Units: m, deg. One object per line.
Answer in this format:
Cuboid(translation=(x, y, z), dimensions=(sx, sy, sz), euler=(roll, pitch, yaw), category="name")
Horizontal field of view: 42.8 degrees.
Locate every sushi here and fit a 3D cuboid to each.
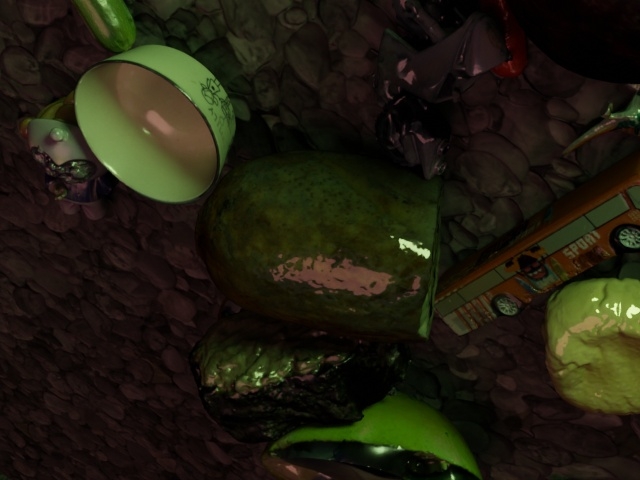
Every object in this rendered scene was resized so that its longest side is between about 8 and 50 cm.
Cuboid(translation=(-0.035, 0.186, 1.291), dimensions=(0.350, 0.211, 0.170), euler=(-17, 134, 10), category="sushi")

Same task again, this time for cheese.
Cuboid(translation=(0.408, 0.142, 1.095), dimensions=(0.214, 0.117, 0.226), euler=(-4, 137, 20), category="cheese")

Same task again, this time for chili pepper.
Cuboid(translation=(0.204, -0.251, 0.923), dimensions=(0.045, 0.027, 0.178), euler=(4, 130, 29), category="chili pepper")

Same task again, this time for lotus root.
Cuboid(translation=(0.000, 0.000, 1.126), dimensions=(0.346, 0.250, 0.250), euler=(9, 134, 18), category="lotus root")

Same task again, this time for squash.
Cuboid(translation=(-0.327, -0.357, 1.109), dimensions=(0.066, 0.066, 0.229), euler=(-11, 124, 38), category="squash")

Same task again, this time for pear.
Cuboid(translation=(0.102, 0.361, 1.433), dimensions=(0.399, 0.165, 0.399), euler=(11, 152, 6), category="pear")

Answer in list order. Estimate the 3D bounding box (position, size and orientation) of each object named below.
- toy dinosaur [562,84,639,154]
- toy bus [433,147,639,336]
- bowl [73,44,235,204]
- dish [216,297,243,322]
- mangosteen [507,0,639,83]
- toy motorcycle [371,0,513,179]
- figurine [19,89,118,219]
Cuboid(translation=(0.367, -0.141, 0.926), dimensions=(0.106, 0.044, 0.187), euler=(17, 138, -6), category="toy dinosaur")
Cuboid(translation=(0.303, 0.013, 1.071), dimensions=(0.092, 0.093, 0.409), euler=(44, 137, -6), category="toy bus")
Cuboid(translation=(-0.220, -0.181, 1.169), dimensions=(0.238, 0.126, 0.237), euler=(17, 137, 17), category="bowl")
Cuboid(translation=(-0.106, 0.145, 1.459), dimensions=(0.141, 0.078, 0.141), euler=(-1, 86, 18), category="dish")
Cuboid(translation=(0.271, -0.284, 0.666), dimensions=(0.300, 0.300, 0.300), euler=(17, 137, 17), category="mangosteen")
Cuboid(translation=(0.136, -0.183, 0.953), dimensions=(0.159, 0.106, 0.270), euler=(33, 143, 28), category="toy motorcycle")
Cuboid(translation=(-0.407, -0.128, 1.334), dimensions=(0.194, 0.133, 0.274), euler=(29, 143, -19), category="figurine")
